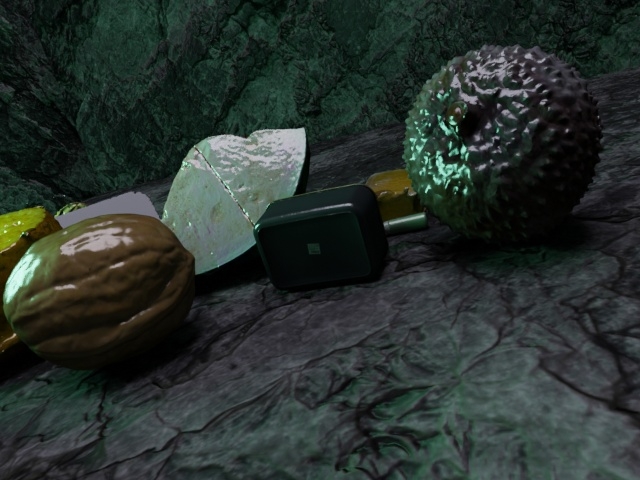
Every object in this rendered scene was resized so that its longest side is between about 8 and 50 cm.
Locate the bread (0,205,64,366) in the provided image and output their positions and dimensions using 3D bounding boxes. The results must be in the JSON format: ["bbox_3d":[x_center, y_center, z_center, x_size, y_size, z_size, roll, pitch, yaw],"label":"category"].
[{"bbox_3d":[-0.633,0.105,0.899,0.398,0.215,0.398,-13,27,7],"label":"bread"}]

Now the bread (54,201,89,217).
[{"bbox_3d":[-0.627,-0.017,1.321,0.132,0.190,0.114,-54,27,-19],"label":"bread"}]

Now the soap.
[{"bbox_3d":[0.163,-0.101,1.077,0.135,0.076,0.233,-8,18,19],"label":"soap"}]

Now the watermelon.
[{"bbox_3d":[-0.164,-0.047,1.014,0.292,0.319,0.222,5,-15,11],"label":"watermelon"}]

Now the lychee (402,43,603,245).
[{"bbox_3d":[0.273,-0.143,0.737,0.300,0.300,0.300,-14,17,5],"label":"lychee"}]

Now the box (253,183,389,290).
[{"bbox_3d":[0.000,0.000,0.800,0.201,0.144,0.090,-9,23,19],"label":"box"}]

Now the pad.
[{"bbox_3d":[-0.582,0.008,1.211,0.375,0.315,0.063,-23,-25,-24],"label":"pad"}]

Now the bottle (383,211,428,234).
[{"bbox_3d":[0.164,-0.031,0.936,0.083,0.030,0.030,-12,18,16],"label":"bottle"}]

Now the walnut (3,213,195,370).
[{"bbox_3d":[-0.311,0.072,0.721,0.261,0.225,0.225,-22,18,-14],"label":"walnut"}]
